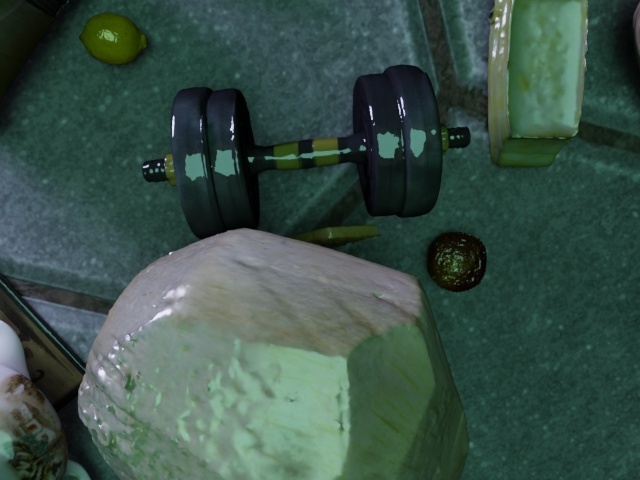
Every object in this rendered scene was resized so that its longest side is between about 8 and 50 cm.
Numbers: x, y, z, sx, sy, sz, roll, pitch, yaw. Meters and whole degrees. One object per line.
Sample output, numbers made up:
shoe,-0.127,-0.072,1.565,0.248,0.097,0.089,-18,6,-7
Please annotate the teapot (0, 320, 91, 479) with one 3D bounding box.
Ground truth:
teapot,-0.403,0.258,0.670,0.204,0.139,0.298,-12,102,26

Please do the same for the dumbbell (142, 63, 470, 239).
dumbbell,-0.016,-0.104,0.624,0.388,0.185,0.185,-6,98,-2

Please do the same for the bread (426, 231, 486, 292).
bread,0.188,0.029,0.715,0.085,0.053,0.085,0,97,-2

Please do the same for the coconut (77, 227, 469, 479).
coconut,-0.030,0.179,0.568,0.415,0.415,0.344,24,64,-5

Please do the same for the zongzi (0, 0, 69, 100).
zongzi,-0.428,-0.289,0.525,0.154,0.317,0.289,36,94,20

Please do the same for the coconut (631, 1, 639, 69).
coconut,0.480,-0.268,0.617,0.224,0.224,0.224,0,98,-2

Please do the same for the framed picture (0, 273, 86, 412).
framed picture,-0.528,0.205,0.729,0.347,0.016,0.265,-38,98,3

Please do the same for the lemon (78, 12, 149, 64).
lemon,-0.259,-0.253,0.657,0.083,0.062,0.062,-2,98,-16

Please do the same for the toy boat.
toy boat,0.276,-0.233,0.670,0.111,0.084,0.276,0,99,0

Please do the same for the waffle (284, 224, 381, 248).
waffle,0.000,0.000,0.665,0.092,0.135,0.021,-5,86,-40
